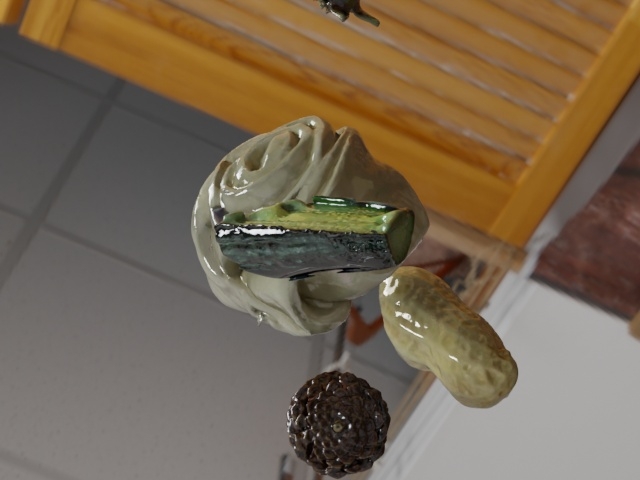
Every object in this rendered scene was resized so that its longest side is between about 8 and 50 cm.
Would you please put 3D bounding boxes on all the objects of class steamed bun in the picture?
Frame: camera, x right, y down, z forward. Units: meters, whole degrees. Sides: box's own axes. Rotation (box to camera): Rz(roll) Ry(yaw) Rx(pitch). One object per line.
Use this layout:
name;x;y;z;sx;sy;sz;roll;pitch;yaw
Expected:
steamed bun;-0.043;-0.043;1.725;0.368;0.342;0.255;22;163;42

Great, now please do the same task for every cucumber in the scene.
cucumber;0.000;0.000;1.197;0.193;0.085;0.115;-3;-167;28

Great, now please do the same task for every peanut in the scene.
peanut;0.212;0.167;1.922;0.152;0.152;0.313;-5;-142;-46

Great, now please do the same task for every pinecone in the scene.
pinecone;0.023;0.280;1.731;0.163;0.162;0.165;26;171;-6

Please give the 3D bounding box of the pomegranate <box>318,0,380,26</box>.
pomegranate;0.037;-0.325;1.221;0.149;0.169;0.148;25;-170;-5
